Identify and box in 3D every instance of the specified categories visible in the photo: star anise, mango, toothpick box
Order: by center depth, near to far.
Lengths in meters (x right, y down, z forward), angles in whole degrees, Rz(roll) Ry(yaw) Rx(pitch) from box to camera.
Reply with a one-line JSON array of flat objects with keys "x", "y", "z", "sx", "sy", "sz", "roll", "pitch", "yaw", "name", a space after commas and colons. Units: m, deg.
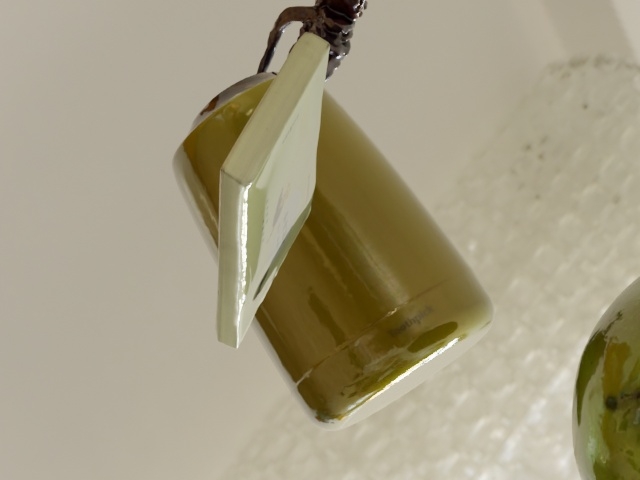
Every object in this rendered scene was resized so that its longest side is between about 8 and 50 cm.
[{"x": 0.244, "y": 0.095, "z": 0.977, "sx": 0.143, "sy": 0.293, "sz": 0.175, "roll": 0, "pitch": -80, "yaw": 20, "name": "mango"}, {"x": 0.000, "y": 0.000, "z": 1.225, "sx": 0.271, "sy": 0.175, "sz": 0.175, "roll": 56, "pitch": -27, "yaw": 11, "name": "toothpick box"}, {"x": -0.011, "y": -0.169, "z": 1.336, "sx": 0.070, "sy": 0.190, "sz": 0.097, "roll": 27, "pitch": 8, "yaw": -10, "name": "star anise"}]

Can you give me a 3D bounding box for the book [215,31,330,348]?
[{"x": -0.019, "y": -0.017, "z": 0.593, "sx": 0.014, "sy": 0.077, "sz": 0.111, "roll": 21, "pitch": -35, "yaw": 11, "name": "book"}]
